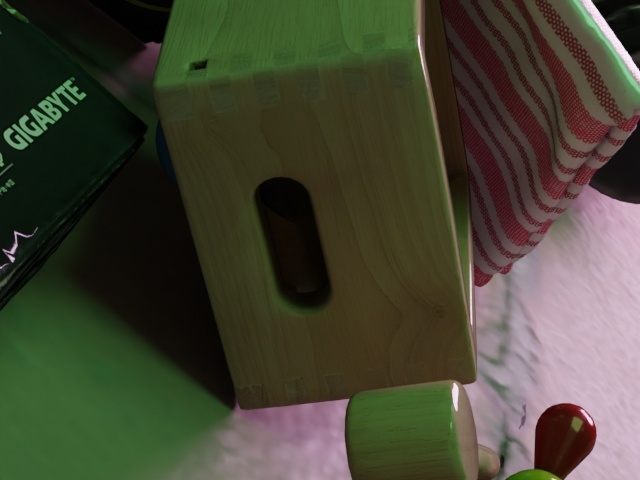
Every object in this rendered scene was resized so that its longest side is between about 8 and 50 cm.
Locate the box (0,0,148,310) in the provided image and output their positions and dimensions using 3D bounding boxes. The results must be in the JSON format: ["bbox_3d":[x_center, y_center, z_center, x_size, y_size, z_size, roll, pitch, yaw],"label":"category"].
[{"bbox_3d":[-0.215,-0.054,0.445,0.293,0.073,0.295,40,28,-4],"label":"box"}]

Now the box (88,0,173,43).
[{"bbox_3d":[-0.113,-0.318,0.686,0.318,0.097,0.395,35,48,-50],"label":"box"}]

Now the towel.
[{"bbox_3d":[0.050,-0.069,0.704,0.029,0.197,0.144,-31,79,-19],"label":"towel"}]

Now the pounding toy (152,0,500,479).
[{"bbox_3d":[0.001,0.011,0.604,0.206,0.094,0.181,-85,165,-56],"label":"pounding toy"}]

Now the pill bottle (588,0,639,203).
[{"bbox_3d":[0.160,-0.120,0.967,0.123,0.123,0.219,31,31,-22],"label":"pill bottle"}]

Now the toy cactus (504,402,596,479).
[{"bbox_3d":[0.122,0.165,0.576,0.219,0.112,0.180,46,47,1],"label":"toy cactus"}]
